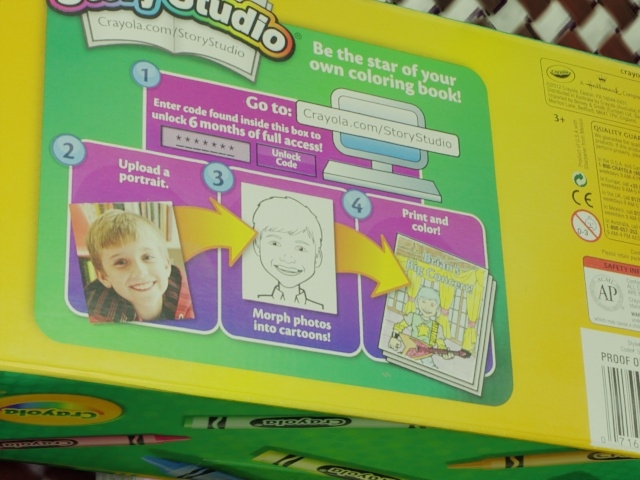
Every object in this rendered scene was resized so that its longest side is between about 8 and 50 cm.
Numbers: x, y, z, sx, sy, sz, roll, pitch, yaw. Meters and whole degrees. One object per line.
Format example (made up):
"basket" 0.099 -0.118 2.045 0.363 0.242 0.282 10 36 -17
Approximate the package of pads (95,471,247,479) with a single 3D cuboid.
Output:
"package of pads" -0.036 0.092 0.637 0.083 0.050 0.032 12 80 -23

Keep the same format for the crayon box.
"crayon box" 0.000 0.000 0.620 0.278 0.081 0.165 11 61 -23
